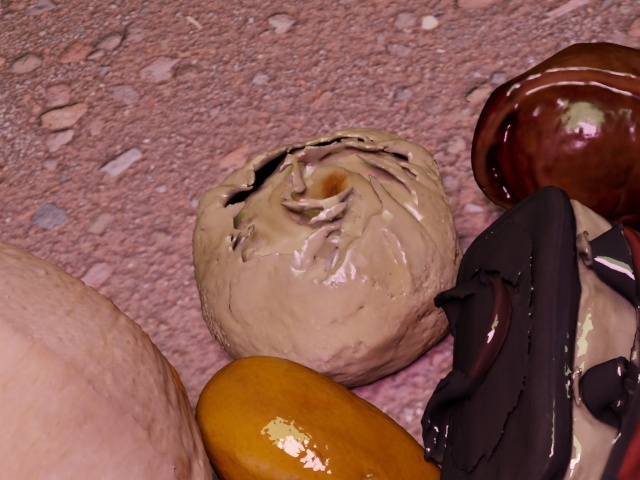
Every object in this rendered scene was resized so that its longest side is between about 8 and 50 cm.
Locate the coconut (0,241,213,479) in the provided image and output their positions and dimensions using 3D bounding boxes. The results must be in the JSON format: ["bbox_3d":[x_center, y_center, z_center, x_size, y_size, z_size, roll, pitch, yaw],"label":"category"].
[{"bbox_3d":[-0.269,0.208,0.666,0.344,0.415,0.415,-11,42,49],"label":"coconut"}]

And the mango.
[{"bbox_3d":[0.002,0.164,0.773,0.227,0.147,0.109,28,89,28],"label":"mango"}]

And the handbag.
[{"bbox_3d":[0.181,0.094,0.721,0.181,0.181,0.254,22,53,-16],"label":"handbag"}]

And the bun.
[{"bbox_3d":[0.000,0.000,0.904,0.259,0.152,0.259,-7,51,9],"label":"bun"}]

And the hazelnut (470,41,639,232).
[{"bbox_3d":[0.237,-0.082,0.877,0.201,0.170,0.161,12,57,38],"label":"hazelnut"}]
